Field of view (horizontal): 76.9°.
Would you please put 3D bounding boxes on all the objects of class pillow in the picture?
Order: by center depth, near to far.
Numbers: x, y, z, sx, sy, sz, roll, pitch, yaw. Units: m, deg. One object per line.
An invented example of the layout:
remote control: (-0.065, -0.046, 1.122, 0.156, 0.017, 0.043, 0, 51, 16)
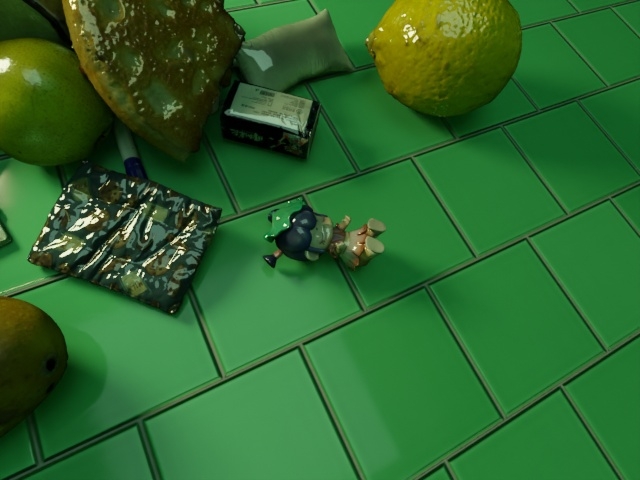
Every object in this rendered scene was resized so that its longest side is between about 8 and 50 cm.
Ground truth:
pillow: (-0.307, -0.011, 0.640, 0.256, 0.034, 0.188, 20, 77, 1)
pillow: (-0.053, -0.384, 0.846, 0.254, 0.078, 0.144, -32, 92, -22)

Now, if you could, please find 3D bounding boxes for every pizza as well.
pizza: (-0.265, -0.339, 0.665, 0.278, 0.114, 0.408, -30, 109, -35)

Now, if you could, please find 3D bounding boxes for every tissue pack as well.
tissue pack: (-0.092, -0.226, 0.760, 0.171, 0.090, 0.103, 14, 64, -2)

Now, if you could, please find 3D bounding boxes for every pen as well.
pen: (-0.363, -0.201, 0.731, 0.033, 0.033, 0.268, -20, 71, -18)

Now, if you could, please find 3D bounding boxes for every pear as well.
pear: (-0.443, -0.216, 0.641, 0.199, 0.198, 0.197, 4, 66, -9)

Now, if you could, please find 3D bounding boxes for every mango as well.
mango: (-0.480, 0.184, 0.470, 0.330, 0.175, 0.177, -29, 30, -21)

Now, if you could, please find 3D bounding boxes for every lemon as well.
lemon: (0.244, -0.380, 0.804, 0.311, 0.253, 0.253, 5, 65, -8)

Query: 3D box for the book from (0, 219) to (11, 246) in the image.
book: (-0.560, -0.028, 0.627, 0.103, 0.017, 0.135, -33, 75, -21)

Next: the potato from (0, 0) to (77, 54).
potato: (-0.550, -0.469, 0.660, 0.398, 0.290, 0.295, 11, 72, -8)

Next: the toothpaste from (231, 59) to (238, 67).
toothpaste: (-0.298, -0.368, 0.813, 0.315, 0.056, 0.058, -13, 109, -19)

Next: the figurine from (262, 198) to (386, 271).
figurine: (0.000, 0.000, 0.672, 0.195, 0.102, 0.111, 18, 52, -5)
